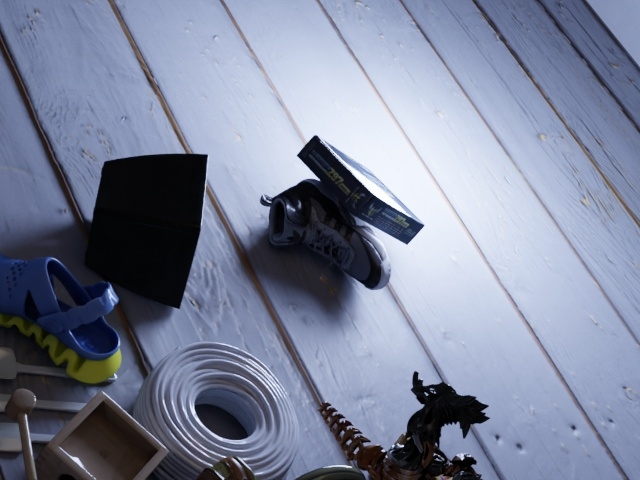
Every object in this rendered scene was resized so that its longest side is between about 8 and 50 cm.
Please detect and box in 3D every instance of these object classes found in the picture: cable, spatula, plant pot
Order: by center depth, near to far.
[{"bbox_3d":[-0.390,0.228,1.758,0.242,0.019,0.168,8,44,-30],"label":"spatula"},{"bbox_3d":[-0.149,0.271,1.832,0.257,0.089,0.257,36,37,1],"label":"cable"},{"bbox_3d":[-0.283,-0.030,1.995,0.167,0.187,0.188,12,42,-10],"label":"plant pot"}]

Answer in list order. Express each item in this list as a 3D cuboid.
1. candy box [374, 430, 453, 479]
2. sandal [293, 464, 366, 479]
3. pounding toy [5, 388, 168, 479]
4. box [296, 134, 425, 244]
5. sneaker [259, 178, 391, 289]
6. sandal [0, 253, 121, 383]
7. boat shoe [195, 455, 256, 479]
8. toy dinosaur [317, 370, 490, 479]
[{"bbox_3d":[0.170,0.394,1.920,0.053,0.109,0.186,-16,60,-46],"label":"candy box"},{"bbox_3d":[-0.053,0.410,1.739,0.303,0.120,0.086,-22,59,-37],"label":"sandal"},{"bbox_3d":[-0.344,0.288,1.658,0.206,0.094,0.181,42,40,1],"label":"pounding toy"},{"bbox_3d":[0.078,-0.092,2.317,0.183,0.059,0.233,48,12,30],"label":"box"},{"bbox_3d":[0.000,0.000,2.230,0.153,0.101,0.268,-14,52,-44],"label":"sneaker"},{"bbox_3d":[-0.414,0.071,1.804,0.317,0.138,0.126,28,33,-1],"label":"sandal"},{"bbox_3d":[-0.063,0.422,1.605,0.104,0.111,0.307,-34,99,-29],"label":"boat shoe"},{"bbox_3d":[0.150,0.320,1.819,0.322,0.164,0.218,30,81,-7],"label":"toy dinosaur"}]
